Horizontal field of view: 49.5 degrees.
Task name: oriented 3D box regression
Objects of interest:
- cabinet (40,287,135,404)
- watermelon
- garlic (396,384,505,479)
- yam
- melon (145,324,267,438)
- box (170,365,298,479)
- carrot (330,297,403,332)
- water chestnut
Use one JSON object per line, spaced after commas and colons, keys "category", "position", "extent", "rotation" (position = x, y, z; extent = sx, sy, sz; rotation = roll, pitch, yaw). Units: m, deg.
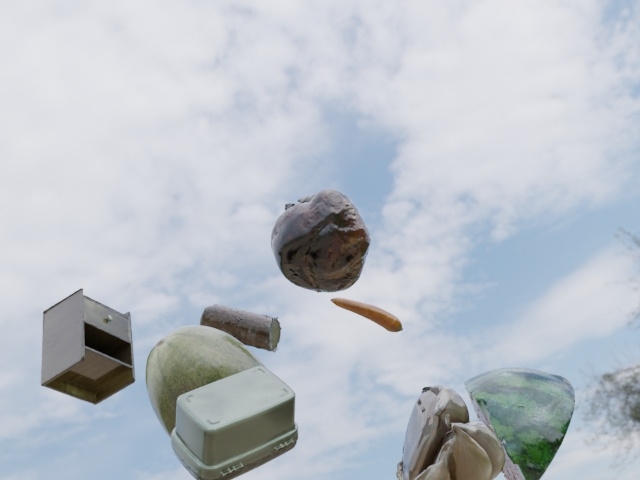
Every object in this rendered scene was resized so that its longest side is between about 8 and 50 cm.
{"category": "cabinet", "position": [-0.578, 0.262, 1.735], "extent": [0.148, 0.215, 0.175], "rotation": [-31, -41, 17]}
{"category": "watermelon", "position": [0.436, 0.399, 1.624], "extent": [0.319, 0.222, 0.292], "rotation": [-55, -13, -16]}
{"category": "garlic", "position": [0.210, 0.385, 1.235], "extent": [0.238, 0.210, 0.291], "rotation": [-14, -50, -49]}
{"category": "yam", "position": [-0.278, 0.304, 2.459], "extent": [0.280, 0.131, 0.131], "rotation": [12, -26, 17]}
{"category": "melon", "position": [-0.224, 0.327, 1.462], "extent": [0.249, 0.329, 0.248], "rotation": [-37, 8, 6]}
{"category": "box", "position": [-0.147, 0.322, 1.217], "extent": [0.210, 0.148, 0.129], "rotation": [-14, -60, -38]}
{"category": "carrot", "position": [0.163, 0.246, 2.395], "extent": [0.066, 0.271, 0.062], "rotation": [-7, -59, -83]}
{"category": "water chestnut", "position": [0.000, 0.000, 1.837], "extent": [0.289, 0.244, 0.289], "rotation": [6, -38, 5]}
